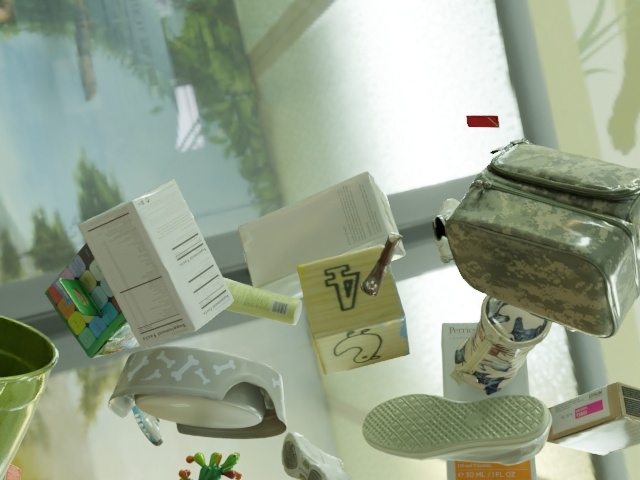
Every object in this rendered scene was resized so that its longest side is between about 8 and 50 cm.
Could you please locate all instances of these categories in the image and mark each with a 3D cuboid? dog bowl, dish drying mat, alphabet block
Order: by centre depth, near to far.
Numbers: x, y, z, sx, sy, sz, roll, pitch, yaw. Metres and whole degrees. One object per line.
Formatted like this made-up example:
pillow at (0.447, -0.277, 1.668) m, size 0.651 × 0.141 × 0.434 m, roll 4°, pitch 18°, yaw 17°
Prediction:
dog bowl at (-0.231, 0.298, 1.805) m, size 0.349 × 0.349 × 0.102 m, roll 113°, pitch -16°, yaw -65°
alphabet block at (0.072, 0.151, 2.001) m, size 0.192 × 0.197 × 0.193 m, roll 75°, pitch 0°, yaw -54°
dish drying mat at (0.373, -0.274, 2.136) m, size 0.083 × 0.008 × 0.032 m, roll 6°, pitch -55°, yaw 38°

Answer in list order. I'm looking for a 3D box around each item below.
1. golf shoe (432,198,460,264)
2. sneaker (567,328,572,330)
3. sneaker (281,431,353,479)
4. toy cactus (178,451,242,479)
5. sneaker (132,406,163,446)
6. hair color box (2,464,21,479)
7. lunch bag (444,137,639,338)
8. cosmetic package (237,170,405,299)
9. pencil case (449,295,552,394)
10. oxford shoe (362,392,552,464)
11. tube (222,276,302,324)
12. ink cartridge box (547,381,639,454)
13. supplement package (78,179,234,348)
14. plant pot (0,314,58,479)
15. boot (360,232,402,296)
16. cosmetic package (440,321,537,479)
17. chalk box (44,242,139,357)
golf shoe at (0.272, -0.038, 1.971) m, size 0.086 × 0.069 × 0.176 m, roll 50°, pitch 30°, yaw -37°
sneaker at (0.565, 0.121, 2.187) m, size 0.252 × 0.111 × 0.103 m, roll 50°, pitch 28°, yaw -4°
sneaker at (-0.007, 0.532, 2.188) m, size 0.232 × 0.115 × 0.090 m, roll 39°, pitch -65°, yaw 50°
toy cactus at (-0.291, 0.602, 2.306) m, size 0.112 × 0.219 × 0.180 m, roll 61°, pitch 32°, yaw -17°
sneaker at (-0.402, 0.403, 2.200) m, size 0.191 × 0.083 × 0.071 m, roll 51°, pitch -15°, yaw 41°
hair color box at (-0.741, 0.591, 2.171) m, size 0.043 × 0.072 × 0.141 m, roll 37°, pitch 8°, yaw -24°
lunch bag at (0.383, -0.029, 1.484) m, size 0.305 × 0.256 × 0.212 m, roll 19°, pitch -33°, yaw 38°
cosmetic package at (0.000, 0.000, 2.312) m, size 0.155 × 0.365 × 0.197 m, roll 44°, pitch 27°, yaw -58°
pencil case at (0.428, 0.241, 2.223) m, size 0.160 × 0.183 × 0.410 m, roll 42°, pitch -19°, yaw 16°
oxford shoe at (0.305, 0.434, 2.089) m, size 0.130 × 0.449 × 0.169 m, roll 56°, pitch 37°, yaw -41°
tube at (-0.164, 0.139, 2.159) m, size 0.070 × 0.240 × 0.062 m, roll -35°, pitch 137°, yaw -73°
ink cartridge box at (0.665, 0.413, 2.130) m, size 0.234 × 0.193 × 0.088 m, roll -36°, pitch -137°, yaw 48°
supplement package at (-0.283, 0.042, 1.616) m, size 0.139 × 0.134 × 0.244 m, roll -20°, pitch -80°, yaw 31°
plant pot at (-0.727, 0.352, 1.790) m, size 0.366 × 0.366 × 0.353 m, roll -140°, pitch -117°, yaw -64°
boot at (0.119, 0.042, 1.768) m, size 0.114 × 0.037 × 0.106 m, roll -63°, pitch 180°, yaw 22°
cosmetic package at (0.442, 0.452, 2.471) m, size 0.161 × 0.230 × 0.453 m, roll 76°, pitch 13°, yaw -62°
chalk box at (-0.415, 0.109, 1.880) m, size 0.179 × 0.289 × 0.180 m, roll -45°, pitch -108°, yaw 25°
